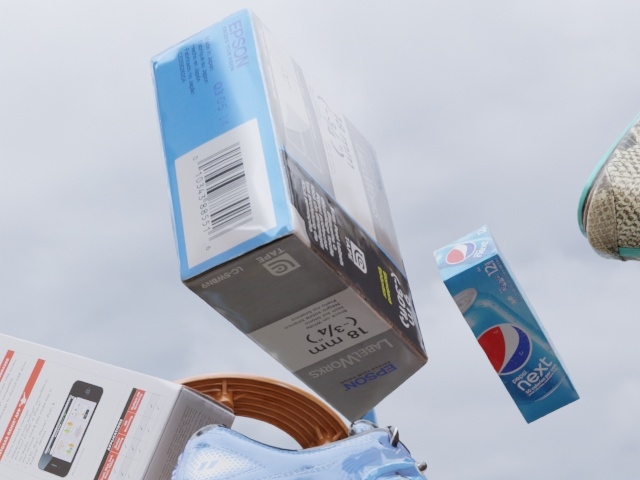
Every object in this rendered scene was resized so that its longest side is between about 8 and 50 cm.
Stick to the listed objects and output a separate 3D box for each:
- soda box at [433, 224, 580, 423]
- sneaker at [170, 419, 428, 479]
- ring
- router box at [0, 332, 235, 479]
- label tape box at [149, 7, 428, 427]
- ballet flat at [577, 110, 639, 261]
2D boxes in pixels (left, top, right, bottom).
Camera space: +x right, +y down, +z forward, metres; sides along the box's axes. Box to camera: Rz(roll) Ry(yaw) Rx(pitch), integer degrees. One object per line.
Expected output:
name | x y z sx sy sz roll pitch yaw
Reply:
soda box | 0.200 0.091 1.535 0.067 0.071 0.210 -29 -65 9
sneaker | 0.059 0.184 0.911 0.330 0.147 0.130 16 -43 -13
ring | -0.115 0.300 1.711 0.336 0.032 0.337 -2 -57 -3
router box | -0.268 0.273 1.355 0.301 0.336 0.082 10 -17 42
label tape box | 0.000 0.000 1.201 0.105 0.241 0.333 -26 -40 17
ballet flat | 0.460 -0.163 1.637 0.182 0.483 0.164 12 -32 33
